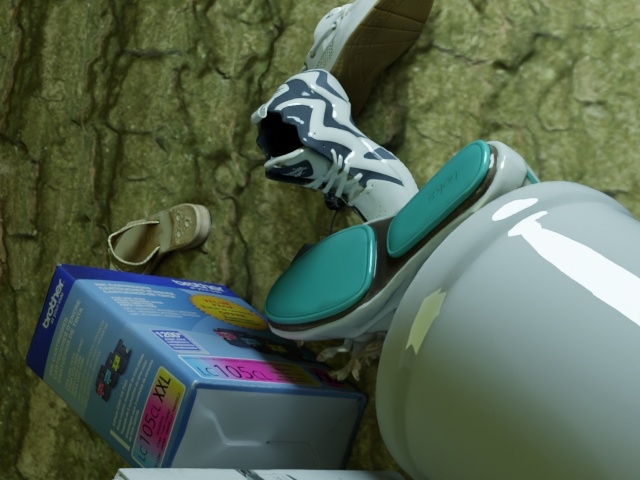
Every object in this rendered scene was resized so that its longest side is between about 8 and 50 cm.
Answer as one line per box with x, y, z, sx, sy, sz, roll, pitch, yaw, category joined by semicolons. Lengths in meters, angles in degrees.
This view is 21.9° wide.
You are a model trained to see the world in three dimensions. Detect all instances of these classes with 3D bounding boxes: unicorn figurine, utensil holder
0.020;0.093;1.965;0.111;0.060;0.162;-43;68;-10;unicorn figurine
0.291;0.169;1.441;0.385;0.328;0.327;35;110;45;utensil holder

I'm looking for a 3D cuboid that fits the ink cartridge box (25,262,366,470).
-0.174;0.156;2.022;0.395;0.270;0.151;32;107;47;ink cartridge box

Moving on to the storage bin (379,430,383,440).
0.156;0.169;1.780;0.180;0.084;0.122;-1;84;50;storage bin

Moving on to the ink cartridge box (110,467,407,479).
-0.065;0.404;1.763;0.166;0.395;0.285;36;112;46;ink cartridge box

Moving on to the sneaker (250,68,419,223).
0.006;-0.077;1.887;0.094;0.153;0.235;-30;91;44;sneaker

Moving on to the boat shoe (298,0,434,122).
0.035;-0.239;1.971;0.277;0.098;0.096;-53;50;32;boat shoe

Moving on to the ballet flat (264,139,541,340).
0.099;0.030;1.830;0.400;0.139;0.139;-35;59;40;ballet flat

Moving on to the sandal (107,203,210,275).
-0.254;0.000;2.285;0.240;0.079;0.088;-25;66;45;sandal

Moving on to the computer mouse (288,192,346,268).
0.000;0.000;2.020;0.071;0.041;0.242;33;108;47;computer mouse
